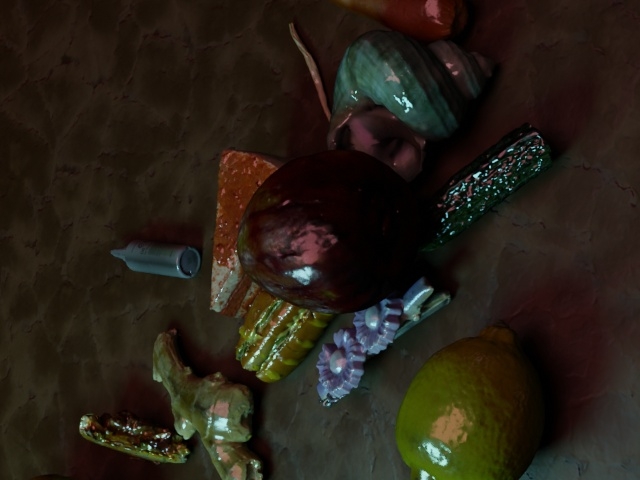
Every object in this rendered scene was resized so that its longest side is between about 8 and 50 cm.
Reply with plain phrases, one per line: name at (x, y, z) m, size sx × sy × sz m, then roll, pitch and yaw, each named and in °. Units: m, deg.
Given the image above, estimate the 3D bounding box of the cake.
cake at (-0.101, -0.023, 1.807) m, size 0.159 × 0.158 × 0.262 m, roll 46°, pitch 113°, yaw 38°

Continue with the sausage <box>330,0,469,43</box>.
sausage at (0.099, -0.363, 1.741) m, size 0.300 × 0.083 × 0.089 m, roll 35°, pitch 118°, yaw 40°

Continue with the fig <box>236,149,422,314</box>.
fig at (0.007, -0.005, 1.608) m, size 0.263 × 0.224 × 0.224 m, roll -9°, pitch 77°, yaw 11°

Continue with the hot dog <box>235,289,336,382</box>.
hot dog at (-0.035, 0.098, 1.770) m, size 0.115 × 0.072 × 0.269 m, roll 35°, pitch 108°, yaw 8°

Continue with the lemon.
lemon at (0.197, 0.223, 1.515) m, size 0.184 × 0.184 × 0.248 m, roll 23°, pitch 81°, yaw 39°

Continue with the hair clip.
hair clip at (0.073, 0.143, 1.700) m, size 0.292 × 0.084 × 0.106 m, roll -47°, pitch 39°, yaw 29°

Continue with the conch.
conch at (0.114, -0.194, 1.655) m, size 0.277 × 0.195 × 0.220 m, roll -28°, pitch 101°, yaw 9°

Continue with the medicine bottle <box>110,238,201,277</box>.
medicine bottle at (-0.292, 0.028, 2.019) m, size 0.199 × 0.057 × 0.058 m, roll 7°, pitch 88°, yaw 41°

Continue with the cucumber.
cucumber at (0.211, -0.068, 1.609) m, size 0.265 × 0.077 × 0.077 m, roll -38°, pitch 62°, yaw 28°

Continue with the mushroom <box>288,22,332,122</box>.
mushroom at (0.003, -0.231, 1.841) m, size 0.028 × 0.026 × 0.286 m, roll -33°, pitch 61°, yaw 13°

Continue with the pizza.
pizza at (-0.299, 0.324, 1.958) m, size 0.194 × 0.154 × 0.069 m, roll 7°, pitch 69°, yaw 19°

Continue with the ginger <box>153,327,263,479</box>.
ginger at (-0.185, 0.261, 1.889) m, size 0.333 × 0.081 × 0.148 m, roll 40°, pitch 124°, yaw 37°

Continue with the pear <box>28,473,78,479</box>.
pear at (-0.393, 0.539, 1.895) m, size 0.336 × 0.285 × 0.285 m, roll 30°, pitch 106°, yaw -2°
